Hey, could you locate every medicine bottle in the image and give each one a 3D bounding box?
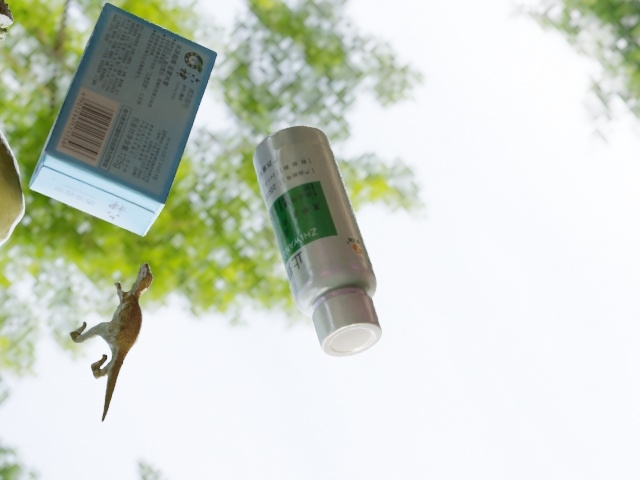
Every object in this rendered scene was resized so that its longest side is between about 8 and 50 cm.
[{"bbox_3d":[0.000,0.000,1.922,0.095,0.095,0.260,16,-137,-43],"label":"medicine bottle"}]

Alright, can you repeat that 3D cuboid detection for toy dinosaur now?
[{"bbox_3d":[-0.224,0.115,2.045,0.039,0.126,0.162,35,-159,-44],"label":"toy dinosaur"}]

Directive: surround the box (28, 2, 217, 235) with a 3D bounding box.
[{"bbox_3d":[-0.219,-0.137,1.988,0.142,0.083,0.232,23,-127,-11],"label":"box"}]

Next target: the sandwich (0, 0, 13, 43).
[{"bbox_3d":[-0.456,-0.270,1.960,0.244,0.090,0.088,31,-139,-17],"label":"sandwich"}]

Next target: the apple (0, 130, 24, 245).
[{"bbox_3d":[-0.411,-0.063,1.872,0.200,0.200,0.200,32,-145,-27],"label":"apple"}]
